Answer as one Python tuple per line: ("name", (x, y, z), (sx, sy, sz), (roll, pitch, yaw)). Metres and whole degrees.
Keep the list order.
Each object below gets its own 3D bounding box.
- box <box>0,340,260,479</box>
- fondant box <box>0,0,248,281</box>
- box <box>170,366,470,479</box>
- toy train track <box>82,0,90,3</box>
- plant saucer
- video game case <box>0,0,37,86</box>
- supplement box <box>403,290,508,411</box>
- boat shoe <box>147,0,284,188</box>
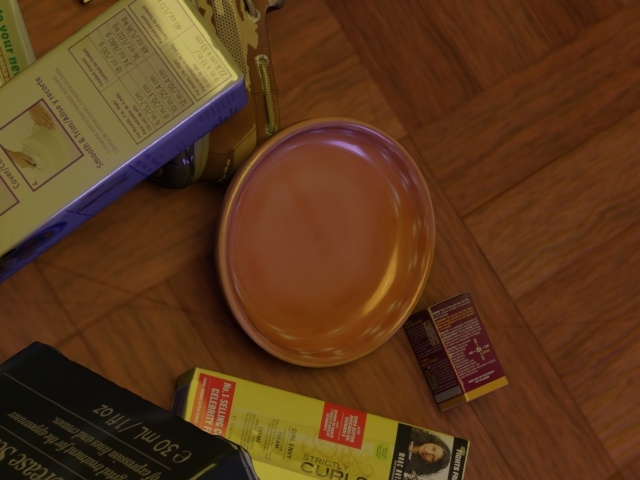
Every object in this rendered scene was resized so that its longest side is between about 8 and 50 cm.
("box", (-0.238, 0.280, 1.277), (0.395, 0.293, 0.212), (-35, 117, -23))
("fondant box", (-0.208, -0.044, 1.371), (0.330, 0.238, 0.096), (-37, 91, -1))
("box", (-0.005, 0.169, 1.540), (0.232, 0.058, 0.087), (17, 73, -14))
("toy train track", (-0.207, -0.226, 1.590), (0.048, 0.014, 0.083), (-29, 82, -15))
("plant saucer", (0.000, 0.000, 1.563), (0.200, 0.037, 0.200), (-5, 99, -30))
("video game case", (-0.319, -0.137, 1.525), (0.193, 0.023, 0.212), (-16, 82, -21))
("supplement box", (0.109, 0.091, 1.600), (0.043, 0.055, 0.083), (-21, 86, -24))
("boat shoe", (-0.090, -0.201, 1.576), (0.120, 0.122, 0.324), (0, 86, -26))
